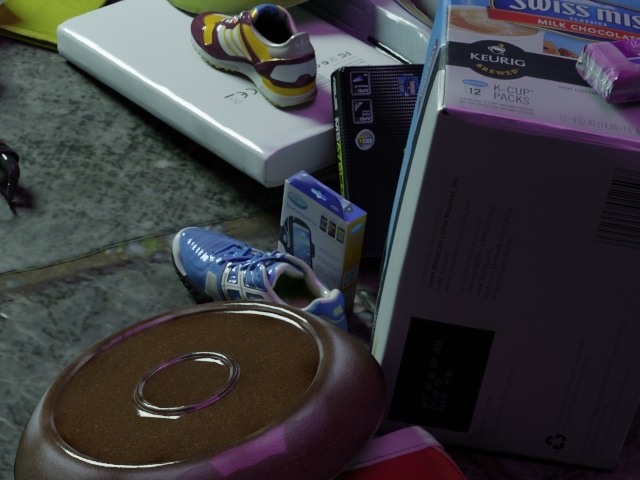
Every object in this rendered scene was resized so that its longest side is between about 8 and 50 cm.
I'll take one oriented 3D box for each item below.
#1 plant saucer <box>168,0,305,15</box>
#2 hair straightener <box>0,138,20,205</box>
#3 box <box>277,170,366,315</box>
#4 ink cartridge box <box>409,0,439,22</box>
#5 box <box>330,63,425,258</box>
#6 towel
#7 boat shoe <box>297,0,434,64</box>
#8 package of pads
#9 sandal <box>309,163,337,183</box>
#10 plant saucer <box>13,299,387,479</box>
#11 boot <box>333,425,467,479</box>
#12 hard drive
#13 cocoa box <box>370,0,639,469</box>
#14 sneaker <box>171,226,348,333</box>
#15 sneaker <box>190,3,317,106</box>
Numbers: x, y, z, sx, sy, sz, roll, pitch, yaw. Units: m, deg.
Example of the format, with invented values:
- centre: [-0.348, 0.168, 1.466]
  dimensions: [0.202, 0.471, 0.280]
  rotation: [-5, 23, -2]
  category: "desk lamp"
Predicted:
- centre: [-0.063, -0.320, 2.104]
  dimensions: [0.241, 0.037, 0.241]
  rotation: [-9, 35, 6]
  category: "plant saucer"
- centre: [-0.373, -0.102, 1.906]
  dimensions: [0.089, 0.047, 0.230]
  rotation: [-21, 51, -32]
  category: "hair straightener"
- centre: [0.000, 0.000, 1.762]
  dimensions: [0.081, 0.136, 0.028]
  rotation: [35, 45, 29]
  category: "box"
- centre: [0.146, -0.306, 2.142]
  dimensions: [0.127, 0.176, 0.128]
  rotation: [-21, 46, -32]
  category: "ink cartridge box"
- centre: [0.109, -0.077, 1.862]
  dimensions: [0.190, 0.045, 0.184]
  rotation: [-2, 84, -15]
  category: "box"
- centre: [-0.281, -0.286, 2.163]
  dimensions: [0.102, 0.021, 0.237]
  rotation: [15, 39, 10]
  category: "towel"
- centre: [0.055, -0.229, 2.109]
  dimensions: [0.094, 0.109, 0.302]
  rotation: [15, 23, -47]
  category: "boat shoe"
- centre: [0.244, -0.132, 1.499]
  dimensions: [0.083, 0.032, 0.050]
  rotation: [-9, 45, -26]
  category: "package of pads"
- centre: [0.045, -0.076, 1.943]
  dimensions: [0.180, 0.049, 0.072]
  rotation: [-14, 35, -9]
  category: "sandal"
- centre: [-0.103, 0.131, 1.565]
  dimensions: [0.310, 0.050, 0.311]
  rotation: [-12, 27, 6]
  category: "plant saucer"
- centre: [0.042, 0.246, 1.507]
  dimensions: [0.244, 0.088, 0.176]
  rotation: [-16, 46, -33]
  category: "boot"
- centre: [-0.077, -0.176, 2.002]
  dimensions: [0.233, 0.047, 0.353]
  rotation: [-24, 41, -33]
  category: "hard drive"
- centre: [0.179, -0.017, 1.647]
  dimensions: [0.231, 0.347, 0.228]
  rotation: [10, 38, -1]
  category: "cocoa box"
- centre: [-0.050, 0.036, 1.753]
  dimensions: [0.211, 0.081, 0.080]
  rotation: [31, 45, 29]
  category: "sneaker"
- centre: [-0.064, -0.206, 1.927]
  dimensions: [0.069, 0.084, 0.185]
  rotation: [-24, 41, -33]
  category: "sneaker"
